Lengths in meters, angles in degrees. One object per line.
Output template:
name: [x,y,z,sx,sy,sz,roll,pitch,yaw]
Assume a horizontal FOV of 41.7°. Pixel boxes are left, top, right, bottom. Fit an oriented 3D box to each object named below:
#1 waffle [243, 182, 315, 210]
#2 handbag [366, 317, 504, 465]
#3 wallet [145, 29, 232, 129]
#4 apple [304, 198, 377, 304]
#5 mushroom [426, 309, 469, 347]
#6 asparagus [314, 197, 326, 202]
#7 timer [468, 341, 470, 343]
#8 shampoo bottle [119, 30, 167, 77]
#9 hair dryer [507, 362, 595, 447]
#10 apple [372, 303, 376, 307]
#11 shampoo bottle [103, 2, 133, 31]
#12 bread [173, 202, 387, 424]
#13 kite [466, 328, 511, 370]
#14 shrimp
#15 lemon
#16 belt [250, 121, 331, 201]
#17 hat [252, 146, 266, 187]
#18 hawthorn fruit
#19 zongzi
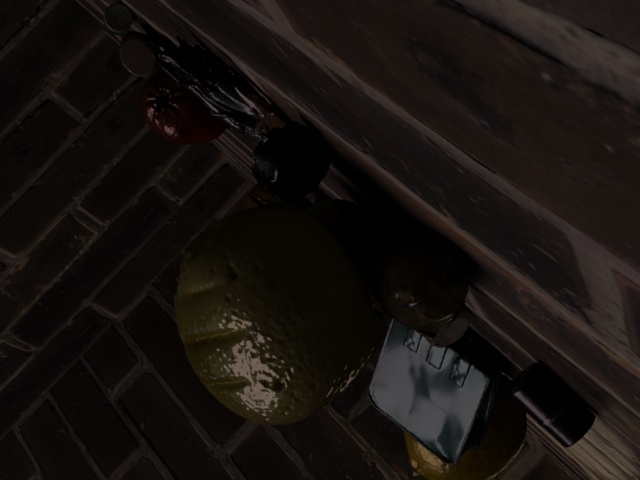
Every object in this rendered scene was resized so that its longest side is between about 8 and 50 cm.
waffle: [0.000,0.000,1.833,0.328,0.098,0.224,38,-171,25]
handbag: [0.245,0.298,1.763,0.100,0.274,0.269,-18,-141,-42]
wallet: [-0.273,-0.339,1.780,0.243,0.039,0.133,48,180,-36]
apple: [0.029,0.025,1.393,0.196,0.196,0.196,44,178,2]
mushroom: [0.183,0.107,1.546,0.223,0.081,0.092,45,160,51]
asparagus: [0.004,-0.087,1.895,0.016,0.016,0.163,7,-175,-8]
timer: [0.234,0.157,1.956,0.250,0.091,0.232,55,-177,23]
shampoo bottle: [-0.390,-0.410,1.862,0.127,0.078,0.257,45,-175,-15]
hair dryer: [0.366,0.252,1.360,0.124,0.071,0.219,45,-174,8]
apple: [0.083,0.104,2.192,0.182,0.155,0.182,45,180,0]
shampoo bottle: [-0.452,-0.493,1.871,0.065,0.065,0.204,44,178,-18]
bread: [-0.072,0.106,1.205,0.320,0.237,0.320,31,142,28]
kite: [0.303,0.185,1.741,0.222,0.008,0.125,44,178,-6]
shrimp: [-0.129,-0.212,1.306,0.289,0.075,0.178,45,169,-15]
lemon: [0.327,0.425,1.943,0.268,0.322,0.268,47,-166,-16]
belt: [-0.038,-0.107,1.173,0.058,0.105,0.140,42,-173,22]
hat: [-0.090,-0.140,1.745,0.138,0.078,0.191,41,178,-9]
hawthorn fruit: [-0.239,-0.246,1.655,0.165,0.165,0.285,43,-177,16]
zongzi: [0.096,0.010,1.127,0.256,0.115,0.228,52,178,12]
